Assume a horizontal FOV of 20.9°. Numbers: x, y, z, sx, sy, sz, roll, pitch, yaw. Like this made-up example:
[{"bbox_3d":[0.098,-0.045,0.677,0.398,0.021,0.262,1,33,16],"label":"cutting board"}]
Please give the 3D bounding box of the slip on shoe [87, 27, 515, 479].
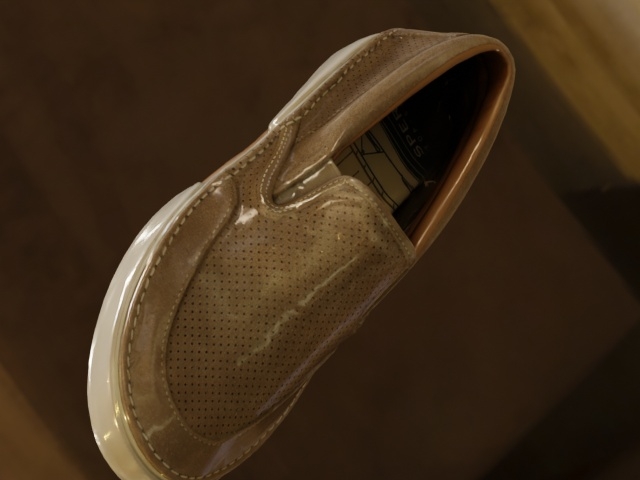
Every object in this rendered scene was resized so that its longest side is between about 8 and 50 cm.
[{"bbox_3d":[0.000,0.000,0.385,0.041,0.135,0.051,-7,123,46],"label":"slip on shoe"}]
